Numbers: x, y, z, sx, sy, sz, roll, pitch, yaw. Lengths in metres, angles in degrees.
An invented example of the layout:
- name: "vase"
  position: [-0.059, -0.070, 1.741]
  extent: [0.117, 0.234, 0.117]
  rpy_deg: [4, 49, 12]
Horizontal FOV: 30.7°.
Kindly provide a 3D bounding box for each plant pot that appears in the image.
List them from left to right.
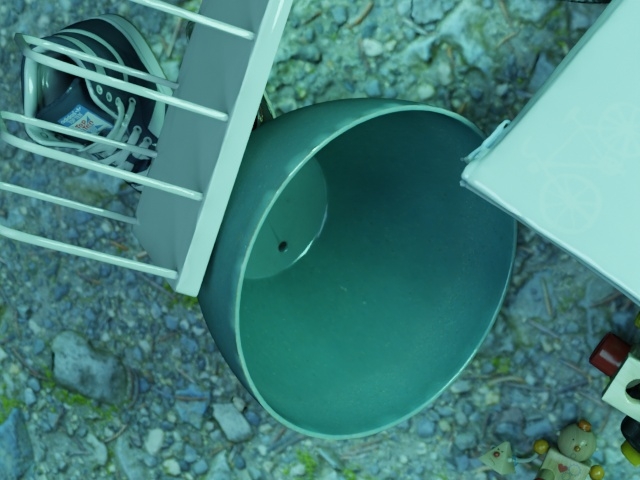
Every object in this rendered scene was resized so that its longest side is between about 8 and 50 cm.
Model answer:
- name: "plant pot"
  position: [0.000, 0.000, 1.023]
  extent: [0.195, 0.290, 0.290]
  rpy_deg: [30, 118, 49]

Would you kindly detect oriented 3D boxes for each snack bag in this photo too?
- name: "snack bag"
  position: [0.325, -0.065, 0.871]
  extent: [0.342, 0.323, 0.037]
  rpy_deg: [36, 157, 12]

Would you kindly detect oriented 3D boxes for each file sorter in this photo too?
- name: "file sorter"
  position: [-0.157, -0.129, 0.928]
  extent: [0.173, 0.193, 0.277]
  rpy_deg: [15, 100, -22]

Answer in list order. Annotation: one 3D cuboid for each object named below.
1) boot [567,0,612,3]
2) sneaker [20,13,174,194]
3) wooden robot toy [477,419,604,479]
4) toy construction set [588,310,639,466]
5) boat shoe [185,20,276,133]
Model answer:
- name: "boot"
  position: [0.207, -0.252, 0.981]
  extent: [0.121, 0.045, 0.099]
  rpy_deg: [10, 105, 18]
- name: "sneaker"
  position: [-0.172, -0.085, 1.101]
  extent: [0.099, 0.153, 0.282]
  rpy_deg: [-36, 90, 25]
- name: "wooden robot toy"
  position: [0.240, 0.209, 1.083]
  extent: [0.173, 0.076, 0.079]
  rpy_deg: [24, 100, 12]
- name: "toy construction set"
  position: [0.296, 0.041, 0.922]
  extent: [0.257, 0.237, 0.309]
  rpy_deg: [-33, 91, 24]
- name: "boat shoe"
  position: [-0.090, -0.157, 1.115]
  extent: [0.049, 0.042, 0.133]
  rpy_deg: [-29, 92, 26]
